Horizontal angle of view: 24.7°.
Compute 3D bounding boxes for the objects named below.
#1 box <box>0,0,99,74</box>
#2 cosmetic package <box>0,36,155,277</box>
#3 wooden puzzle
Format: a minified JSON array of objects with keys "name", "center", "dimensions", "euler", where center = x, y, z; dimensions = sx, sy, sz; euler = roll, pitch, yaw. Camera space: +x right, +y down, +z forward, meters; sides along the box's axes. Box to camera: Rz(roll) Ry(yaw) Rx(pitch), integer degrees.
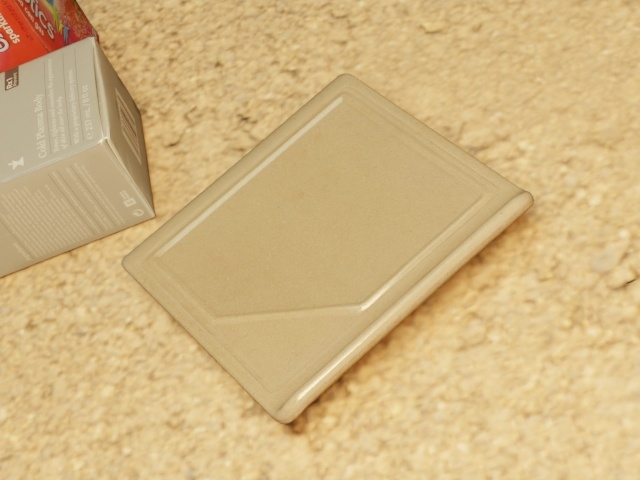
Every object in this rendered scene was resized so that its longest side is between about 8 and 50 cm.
[{"name":"box","center":[-0.286,-0.191,1.152],"dimensions":[0.128,0.257,0.122],"euler":[-19,48,11]},{"name":"cosmetic package","center":[-0.256,-0.046,1.123],"dimensions":[0.238,0.107,0.127],"euler":[-20,49,5]},{"name":"wooden puzzle","center":[0.000,0.000,1.003],"dimensions":[0.221,0.044,0.239],"euler":[-41,42,-10]}]
